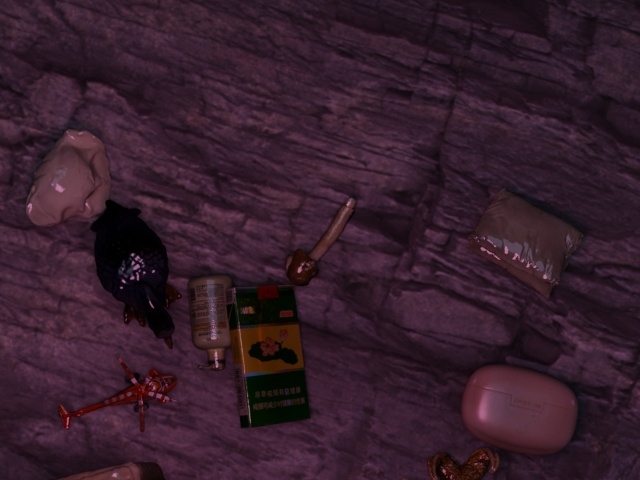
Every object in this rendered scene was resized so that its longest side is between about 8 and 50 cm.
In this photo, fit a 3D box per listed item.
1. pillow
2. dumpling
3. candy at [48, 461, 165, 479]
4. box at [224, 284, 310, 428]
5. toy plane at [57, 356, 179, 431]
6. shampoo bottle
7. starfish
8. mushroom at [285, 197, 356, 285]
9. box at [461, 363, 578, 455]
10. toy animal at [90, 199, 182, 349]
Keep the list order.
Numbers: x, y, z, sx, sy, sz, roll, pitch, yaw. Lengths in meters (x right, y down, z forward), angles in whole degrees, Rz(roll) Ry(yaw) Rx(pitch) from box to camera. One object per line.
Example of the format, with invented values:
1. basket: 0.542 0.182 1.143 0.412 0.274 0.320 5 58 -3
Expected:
1. pillow: 0.360 -0.001 1.855 0.181 0.078 0.134 31 77 4
2. dumpling: -0.427 -0.094 1.818 0.134 0.100 0.169 34 57 -35
3. candy: -0.337 0.423 1.621 0.179 0.320 0.135 -13 80 -3
4. box: -0.089 0.194 1.782 0.132 0.034 0.235 -2 80 -39
5. toy plane: -0.334 0.275 1.768 0.194 0.077 0.126 -39 82 -1
6. shampoo bottle: -0.182 0.142 1.793 0.079 0.079 0.162 -6 82 -5
7. starfish: 0.228 0.426 1.769 0.190 0.074 0.146 -4 65 -6
8. mushroom: 0.000 0.000 1.844 0.061 0.060 0.187 31 71 16
9. box: 0.341 0.290 1.799 0.200 0.088 0.146 14 79 -3
10. toy animal: -0.307 0.049 1.749 0.122 0.185 0.298 -22 64 -2
